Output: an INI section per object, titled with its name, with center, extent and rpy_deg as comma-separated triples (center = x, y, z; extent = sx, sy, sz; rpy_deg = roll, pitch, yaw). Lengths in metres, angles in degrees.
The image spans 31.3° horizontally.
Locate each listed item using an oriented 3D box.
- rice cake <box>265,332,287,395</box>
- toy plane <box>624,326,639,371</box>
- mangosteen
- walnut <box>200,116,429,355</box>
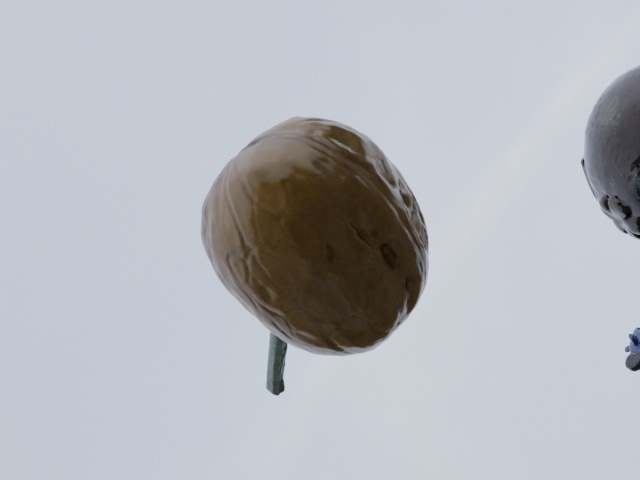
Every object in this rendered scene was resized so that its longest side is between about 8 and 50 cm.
[rice cake]
center = -0.055, 0.149, 1.453
extent = 0.021, 0.022, 0.121
rpy_deg = -37, -35, -41
[toy plane]
center = 0.369, 0.138, 1.212
extent = 0.054, 0.167, 0.062
rpy_deg = 37, -71, -24
[mangosteen]
center = 0.522, -0.131, 1.613
extent = 0.311, 0.311, 0.311
rpy_deg = -14, -53, -20
[walnut]
center = 0.000, 0.000, 1.035
extent = 0.195, 0.195, 0.222
rpy_deg = -38, -69, 0
